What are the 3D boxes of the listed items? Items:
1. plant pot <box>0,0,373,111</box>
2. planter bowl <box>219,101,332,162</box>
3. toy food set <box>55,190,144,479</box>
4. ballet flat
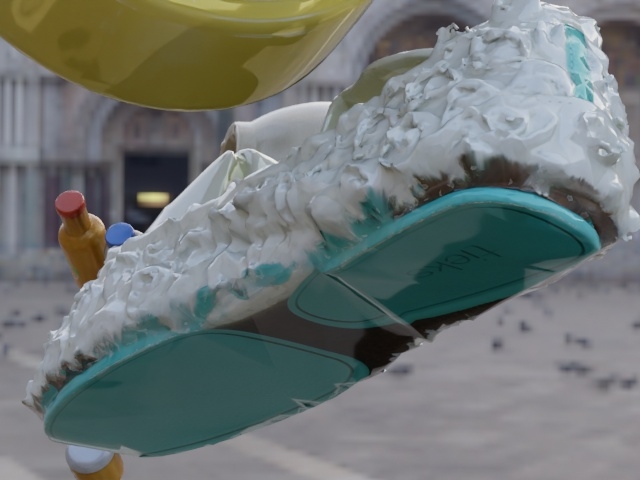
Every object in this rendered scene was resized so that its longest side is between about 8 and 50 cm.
[{"bbox_3d":[-0.045,-0.227,0.846,0.254,0.254,0.239,1,-28,-28],"label":"plant pot"},{"bbox_3d":[-0.026,-0.037,1.414,0.109,0.162,0.162,10,-2,-12],"label":"planter bowl"},{"bbox_3d":[-0.163,0.072,1.421,0.111,0.232,0.104,-6,-40,7],"label":"toy food set"},{"bbox_3d":[0.000,0.000,0.889,0.147,0.147,0.409,0,-19,-42],"label":"ballet flat"}]
